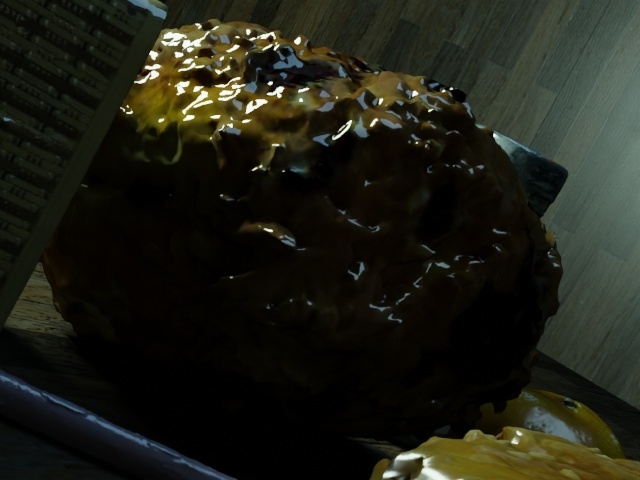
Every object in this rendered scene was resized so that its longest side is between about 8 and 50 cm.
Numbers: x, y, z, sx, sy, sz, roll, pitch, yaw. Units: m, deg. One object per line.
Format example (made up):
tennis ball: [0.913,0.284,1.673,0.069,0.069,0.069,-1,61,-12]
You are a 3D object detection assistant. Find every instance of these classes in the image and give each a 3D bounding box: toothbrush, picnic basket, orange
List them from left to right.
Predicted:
picnic basket: [-0.240,-0.082,0.845,0.175,0.228,0.313,28,-1,-18]
toothbrush: [-0.177,0.085,0.785,0.354,0.024,0.029,27,10,-13]
orange: [0.178,0.185,1.165,0.156,0.124,0.156,32,3,-2]

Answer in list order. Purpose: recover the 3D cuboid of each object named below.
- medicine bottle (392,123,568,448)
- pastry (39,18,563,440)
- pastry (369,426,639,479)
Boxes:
medicine bottle: [0.120,0.040,1.336,0.141,0.293,0.141,29,4,-2]
pastry: [-0.002,-0.003,1.041,0.405,0.292,0.337,27,-8,-25]
pastry: [0.154,0.199,0.651,0.311,0.161,0.255,20,10,33]
